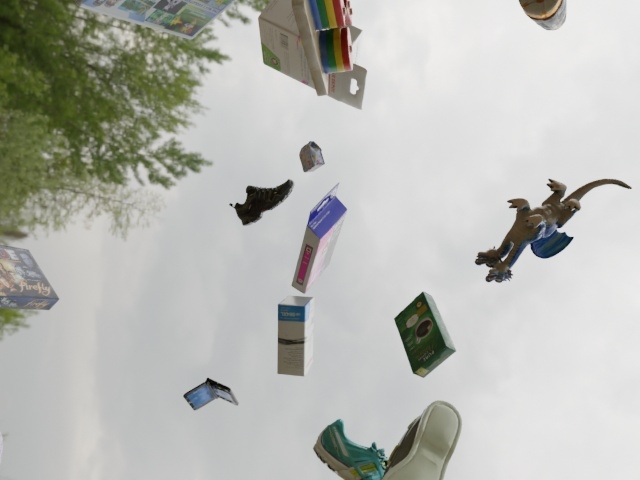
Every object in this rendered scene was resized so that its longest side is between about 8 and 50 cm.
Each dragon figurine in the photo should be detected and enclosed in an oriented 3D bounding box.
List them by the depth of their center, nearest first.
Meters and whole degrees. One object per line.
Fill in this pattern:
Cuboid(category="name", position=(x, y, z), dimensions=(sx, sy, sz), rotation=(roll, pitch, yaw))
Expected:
Cuboid(category="dragon figurine", position=(0.410, -0.027, 0.975), dimensions=(0.085, 0.289, 0.144), rotation=(56, -12, 37))

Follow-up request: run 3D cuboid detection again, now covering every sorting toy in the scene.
Cuboid(category="sorting toy", position=(0.015, -0.486, 1.111), dimensions=(0.255, 0.089, 0.257), rotation=(67, 22, -63))

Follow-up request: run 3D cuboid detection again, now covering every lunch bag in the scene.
Cuboid(category="lunch bag", position=(-0.029, -0.265, 1.679), dimensions=(0.071, 0.053, 0.084), rotation=(-25, -98, 54))

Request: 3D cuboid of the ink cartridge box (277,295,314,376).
Cuboid(category="ink cartridge box", position=(-0.071, 0.274, 1.549), dimensions=(0.148, 0.085, 0.203), rotation=(-24, 116, -81))

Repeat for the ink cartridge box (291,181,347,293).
Cuboid(category="ink cartridge box", position=(0.000, 0.000, 1.727), dimensions=(0.069, 0.176, 0.371), rotation=(29, -41, 15))

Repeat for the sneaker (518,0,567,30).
Cuboid(category="sneaker", position=(0.347, -0.431, 0.863), dimensions=(0.084, 0.083, 0.215), rotation=(-16, -114, 36))

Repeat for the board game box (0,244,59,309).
Cuboid(category="board game box", position=(-0.708, 0.074, 1.158), dimensions=(0.042, 0.243, 0.165), rotation=(-44, -108, 7))

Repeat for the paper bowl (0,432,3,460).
Cuboid(category="paper bowl", position=(-0.734, 0.463, 0.976), dimensions=(0.284, 0.147, 0.285), rotation=(-162, -90, -88))

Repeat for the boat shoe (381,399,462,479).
Cuboid(category="boat shoe", position=(0.180, 0.454, 1.036), dimensions=(0.109, 0.305, 0.091), rotation=(35, -35, 9))

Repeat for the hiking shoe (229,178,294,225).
Cuboid(category="hiking shoe", position=(-0.193, -0.150, 1.782), dimensions=(0.114, 0.226, 0.086), rotation=(53, -3, -2))

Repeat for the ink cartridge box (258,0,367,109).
Cuboid(category="ink cartridge box", position=(0.001, -0.550, 1.564), dimensions=(0.119, 0.353, 0.207), rotation=(-58, 170, -19))

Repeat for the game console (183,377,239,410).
Cuboid(category="game console", position=(-0.285, 0.419, 1.402), dimensions=(0.122, 0.107, 0.071), rotation=(84, 30, -54))

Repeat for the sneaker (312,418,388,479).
Cuboid(category="sneaker", position=(0.111, 0.501, 1.161), dimensions=(0.275, 0.107, 0.110), rotation=(35, -106, 19))

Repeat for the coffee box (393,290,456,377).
Cuboid(category="coffee box", position=(0.245, 0.222, 1.273), dimensions=(0.113, 0.040, 0.184), rotation=(-48, -150, 22))

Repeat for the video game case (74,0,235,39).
Cuboid(category="video game case", position=(-0.229, -0.491, 0.960), dimensions=(0.299, 0.329, 0.036), rotation=(-30, -91, 23))
